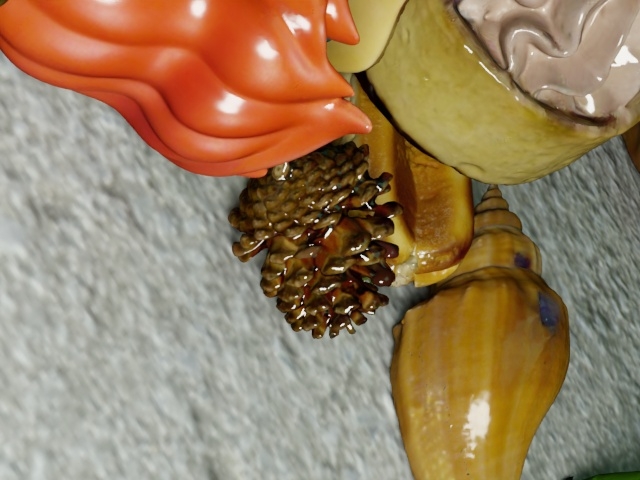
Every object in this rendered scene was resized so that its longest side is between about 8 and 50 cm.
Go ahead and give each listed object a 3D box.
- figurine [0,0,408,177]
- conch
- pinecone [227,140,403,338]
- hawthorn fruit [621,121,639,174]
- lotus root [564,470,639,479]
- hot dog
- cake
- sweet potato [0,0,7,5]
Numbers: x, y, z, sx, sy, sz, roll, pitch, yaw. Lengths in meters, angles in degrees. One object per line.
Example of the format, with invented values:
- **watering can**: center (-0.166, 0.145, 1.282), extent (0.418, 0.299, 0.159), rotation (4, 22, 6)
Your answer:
- **figurine**: center (-0.055, -0.136, 0.724), extent (0.257, 0.181, 0.208), rotation (-26, 107, -52)
- **conch**: center (0.106, 0.096, 0.853), extent (0.109, 0.093, 0.330), rotation (34, 42, -34)
- **pinecone**: center (-0.003, 0.001, 0.782), extent (0.102, 0.102, 0.109), rotation (-23, 114, -57)
- **hawthorn fruit**: center (0.387, -0.123, 1.272), extent (0.298, 0.277, 0.277), rotation (-16, 80, -37)
- **lotus root**: center (0.260, 0.222, 0.911), extent (0.186, 0.186, 0.186), rotation (33, 43, -38)
- **hot dog**: center (0.050, -0.072, 0.923), extent (0.104, 0.076, 0.250), rotation (19, 46, -22)
- **cake**: center (0.129, -0.154, 0.864), extent (0.185, 0.178, 0.208), rotation (-13, 63, -42)
- **sweet potato**: center (-0.264, -0.149, 0.472), extent (0.369, 0.158, 0.158), rotation (-1, 68, -45)
